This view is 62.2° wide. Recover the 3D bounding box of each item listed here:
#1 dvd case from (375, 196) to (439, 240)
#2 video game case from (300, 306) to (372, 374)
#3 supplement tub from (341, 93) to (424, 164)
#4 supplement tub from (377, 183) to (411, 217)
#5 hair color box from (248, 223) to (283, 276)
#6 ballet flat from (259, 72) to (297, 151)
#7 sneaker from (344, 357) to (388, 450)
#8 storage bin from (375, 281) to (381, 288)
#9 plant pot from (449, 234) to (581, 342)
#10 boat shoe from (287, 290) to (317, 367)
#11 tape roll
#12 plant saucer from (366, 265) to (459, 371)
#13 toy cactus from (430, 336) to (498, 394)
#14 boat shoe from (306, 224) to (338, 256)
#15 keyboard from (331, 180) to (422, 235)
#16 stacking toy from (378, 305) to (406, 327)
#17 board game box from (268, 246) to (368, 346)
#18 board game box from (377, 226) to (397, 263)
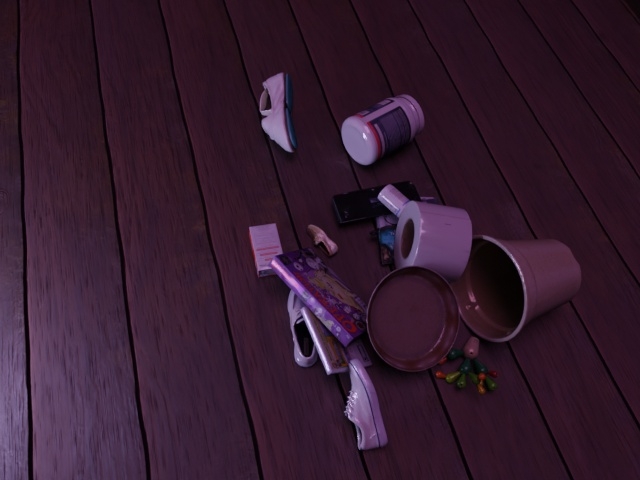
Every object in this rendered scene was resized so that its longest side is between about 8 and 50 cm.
[{"bbox_3d":[0.314,-0.079,1.897,0.239,0.029,0.179,1,61,-6],"label":"dvd case"},{"bbox_3d":[0.048,0.292,1.594,0.193,0.023,0.212,6,52,-48],"label":"video game case"},{"bbox_3d":[0.233,-0.418,1.987,0.272,0.191,0.191,-30,68,-22],"label":"supplement tub"},{"bbox_3d":[0.259,-0.135,1.831,0.071,0.071,0.107,-36,70,-24],"label":"supplement tub"},{"bbox_3d":[-0.178,0.031,1.758,0.093,0.053,0.167,-8,61,-13],"label":"hair color box"},{"bbox_3d":[-0.165,-0.477,2.022,0.139,0.139,0.400,-1,56,-8],"label":"ballet flat"},{"bbox_3d":[0.112,0.465,1.490,0.091,0.094,0.258,-16,85,-14],"label":"sneaker"},{"bbox_3d":[0.233,0.199,1.693,0.091,0.098,0.135,-1,85,-20],"label":"storage bin"},{"bbox_3d":[0.633,0.122,1.684,0.306,0.334,0.333,-11,62,-25],"label":"plant pot"},{"bbox_3d":[-0.052,0.250,1.629,0.096,0.088,0.267,2,60,-6],"label":"boat shoe"},{"bbox_3d":[0.351,0.005,1.684,0.169,0.246,0.246,9,60,-10],"label":"tape roll"},{"bbox_3d":[0.271,0.229,1.578,0.311,0.050,0.310,1,87,-19],"label":"plant saucer"},{"bbox_3d":[0.449,0.369,1.629,0.219,0.112,0.180,21,50,14],"label":"toy cactus"},{"bbox_3d":[0.000,0.000,1.800,0.135,0.050,0.045,41,58,15],"label":"boat shoe"},{"bbox_3d":[0.213,-0.103,1.866,0.317,0.033,0.201,-12,62,-11],"label":"keyboard"},{"bbox_3d":[0.277,0.238,1.636,0.221,0.052,0.166,-24,98,-29],"label":"stacking toy"},{"bbox_3d":[0.017,0.164,1.645,0.347,0.056,0.208,45,30,17],"label":"board game box"},{"bbox_3d":[0.292,0.012,1.812,0.186,0.026,0.126,-5,91,-10],"label":"board game box"}]
